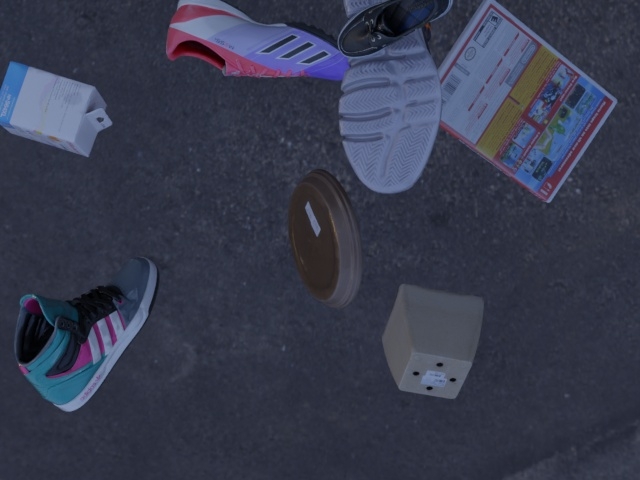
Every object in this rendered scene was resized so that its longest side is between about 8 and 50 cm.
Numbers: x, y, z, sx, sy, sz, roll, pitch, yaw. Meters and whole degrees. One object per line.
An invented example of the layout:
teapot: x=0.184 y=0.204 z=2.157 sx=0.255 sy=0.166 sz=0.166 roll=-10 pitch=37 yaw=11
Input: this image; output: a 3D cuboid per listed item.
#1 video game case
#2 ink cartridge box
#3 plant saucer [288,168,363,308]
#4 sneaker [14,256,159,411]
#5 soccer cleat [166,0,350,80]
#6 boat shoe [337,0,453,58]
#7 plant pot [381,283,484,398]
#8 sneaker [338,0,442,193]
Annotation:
video game case: x=0.317 y=-0.220 z=1.194 sx=0.285 sy=0.025 sz=0.204 roll=32 pitch=93 yaw=-16
ink cartridge box: x=-0.389 y=-0.189 z=1.100 sx=0.143 sy=0.090 sz=0.092 roll=17 pitch=172 yaw=-1
plant saucer: x=0.000 y=0.000 z=1.450 sx=0.041 sy=0.278 sz=0.278 roll=-10 pitch=141 yaw=-24
sneaker: x=-0.408 y=0.121 z=1.252 sx=0.124 sy=0.295 sz=0.178 roll=10 pitch=153 yaw=38
soccer cleat: x=-0.099 y=-0.311 z=1.241 sx=0.318 sy=0.116 sz=0.108 roll=18 pitch=163 yaw=-1
boat shoe: x=0.070 y=-0.228 z=0.773 sx=0.142 sy=0.040 sz=0.049 roll=-19 pitch=105 yaw=37
plant pot: x=0.140 y=0.132 z=0.923 sx=0.109 sy=0.096 sz=0.109 roll=10 pitch=130 yaw=-4
sneaker: x=0.097 y=-0.220 z=0.922 sx=0.125 sy=0.180 sz=0.321 roll=0 pitch=96 yaw=16
